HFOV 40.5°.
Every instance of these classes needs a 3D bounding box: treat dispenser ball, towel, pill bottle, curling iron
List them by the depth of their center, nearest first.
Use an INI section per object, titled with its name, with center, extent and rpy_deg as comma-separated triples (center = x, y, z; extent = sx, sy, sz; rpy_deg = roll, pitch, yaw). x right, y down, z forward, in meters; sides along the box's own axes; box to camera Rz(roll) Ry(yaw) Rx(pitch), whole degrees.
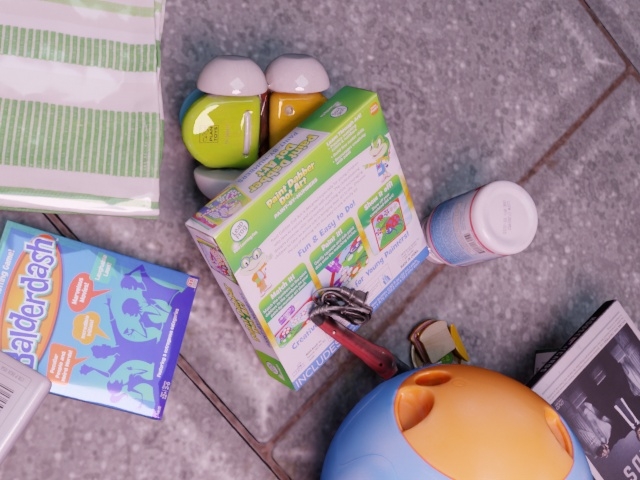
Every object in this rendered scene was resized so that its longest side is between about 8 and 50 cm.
[treat dispenser ball]
center = 0.141, 0.274, 0.913
extent = 0.288, 0.288, 0.288
rpy_deg = 4, 79, -22
[towel]
center = -0.289, -0.188, 0.952
extent = 0.248, 0.038, 0.324
rpy_deg = 2, 80, -22
[curling iron]
center = 0.081, 0.137, 1.000
extent = 0.274, 0.068, 0.035
rpy_deg = 46, 38, -35
[pill bottle]
center = 0.183, -0.015, 1.053
extent = 0.087, 0.160, 0.087
rpy_deg = 4, 79, -23

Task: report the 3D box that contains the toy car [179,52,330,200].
[toy car]
center = -0.078, -0.134, 0.982
extent = 0.182, 0.136, 0.159
rpy_deg = -8, 115, -27

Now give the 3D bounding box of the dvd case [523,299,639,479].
[dvd case]
center = 0.366, 0.219, 1.046
extent = 0.179, 0.029, 0.238
rpy_deg = -39, 95, -26

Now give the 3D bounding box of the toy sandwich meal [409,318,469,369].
[toy sandwich meal]
center = 0.150, 0.138, 1.083
extent = 0.086, 0.029, 0.085
rpy_deg = 4, 79, -22

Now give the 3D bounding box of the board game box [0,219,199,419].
[board game box]
center = -0.250, 0.087, 0.913
extent = 0.210, 0.047, 0.160
rpy_deg = 17, 74, -18

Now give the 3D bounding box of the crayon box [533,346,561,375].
[crayon box]
center = 0.414, 0.345, 1.118
extent = 0.313, 0.106, 0.363
rpy_deg = 16, 74, -21

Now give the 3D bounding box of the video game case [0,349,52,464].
[video game case]
center = -0.461, 0.193, 0.776
extent = 0.300, 0.036, 0.329
rpy_deg = 31, 70, -1

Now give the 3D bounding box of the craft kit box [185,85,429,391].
[craft kit box]
center = 0.000, 0.000, 0.964
extent = 0.250, 0.061, 0.246
rpy_deg = -43, 135, -24
